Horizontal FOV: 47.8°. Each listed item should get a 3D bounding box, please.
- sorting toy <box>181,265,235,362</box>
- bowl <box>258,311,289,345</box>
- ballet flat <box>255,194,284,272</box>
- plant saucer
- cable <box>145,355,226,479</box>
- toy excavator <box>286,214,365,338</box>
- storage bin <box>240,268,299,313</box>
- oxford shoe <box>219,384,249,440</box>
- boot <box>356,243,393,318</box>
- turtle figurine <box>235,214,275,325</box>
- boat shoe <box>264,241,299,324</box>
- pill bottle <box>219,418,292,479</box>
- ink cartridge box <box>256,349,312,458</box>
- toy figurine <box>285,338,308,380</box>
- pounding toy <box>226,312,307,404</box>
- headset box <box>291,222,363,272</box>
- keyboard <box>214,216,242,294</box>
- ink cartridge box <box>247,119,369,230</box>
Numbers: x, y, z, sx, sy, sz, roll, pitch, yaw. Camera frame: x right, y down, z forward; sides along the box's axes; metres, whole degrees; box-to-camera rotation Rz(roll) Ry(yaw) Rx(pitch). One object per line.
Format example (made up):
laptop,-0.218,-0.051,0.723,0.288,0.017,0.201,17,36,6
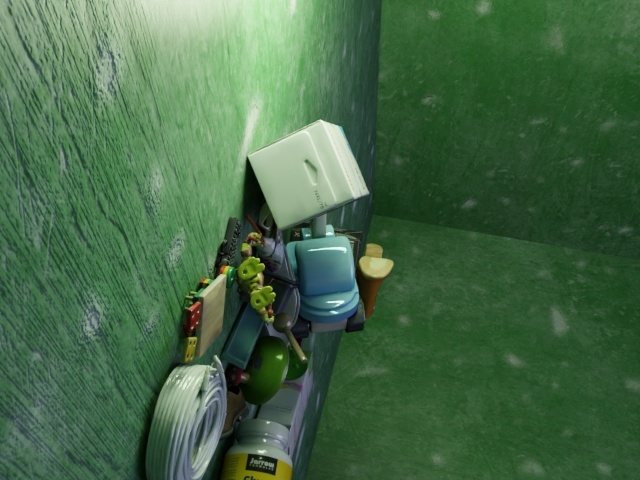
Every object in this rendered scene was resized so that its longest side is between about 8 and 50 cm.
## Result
sorting toy,-0.238,0.149,1.447,0.274,0.046,0.132,-55,154,-70
bowl,-0.141,0.243,1.988,0.142,0.053,0.142,-51,121,-74
ballet flat,-0.133,-0.029,1.841,0.079,0.077,0.221,0,96,-62
plant saucer,-0.184,0.229,1.787,0.018,0.067,0.192,-56,-171,43
cable,-0.261,0.369,1.411,0.257,0.089,0.257,88,18,-58
toy excavator,0.000,0.000,2.071,0.445,0.223,0.432,95,-14,-45
storage bin,-0.134,0.125,1.808,0.098,0.135,0.091,20,90,-80
oxford shoe,-0.239,0.401,1.677,0.227,0.083,0.096,-44,124,-74
boot,0.154,0.146,2.200,0.295,0.104,0.211,-82,180,-74
turtle figurine,-0.157,0.076,1.647,0.217,0.087,0.269,-164,-114,-83
boat shoe,-0.111,0.111,1.955,0.079,0.095,0.254,-89,166,-78
pill bottle,-0.174,0.651,1.886,0.188,0.188,0.333,86,10,-56
ink cartridge box,-0.120,0.547,2.340,0.207,0.119,0.353,91,12,-47
toy figurine,-0.110,0.330,2.302,0.159,0.130,0.173,-90,159,-59
pounding toy,-0.163,0.298,1.826,0.237,0.110,0.183,-47,-142,21
headset box,0.008,0.106,2.328,0.110,0.218,0.293,-57,155,-71
keyboard,-0.206,0.039,1.596,0.108,0.023,0.180,62,38,-75
ink cartridge box,-0.021,-0.158,1.751,0.270,0.197,0.198,-26,94,-78
